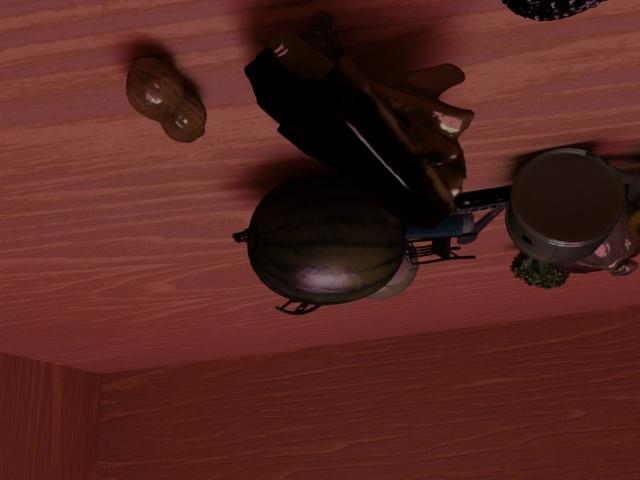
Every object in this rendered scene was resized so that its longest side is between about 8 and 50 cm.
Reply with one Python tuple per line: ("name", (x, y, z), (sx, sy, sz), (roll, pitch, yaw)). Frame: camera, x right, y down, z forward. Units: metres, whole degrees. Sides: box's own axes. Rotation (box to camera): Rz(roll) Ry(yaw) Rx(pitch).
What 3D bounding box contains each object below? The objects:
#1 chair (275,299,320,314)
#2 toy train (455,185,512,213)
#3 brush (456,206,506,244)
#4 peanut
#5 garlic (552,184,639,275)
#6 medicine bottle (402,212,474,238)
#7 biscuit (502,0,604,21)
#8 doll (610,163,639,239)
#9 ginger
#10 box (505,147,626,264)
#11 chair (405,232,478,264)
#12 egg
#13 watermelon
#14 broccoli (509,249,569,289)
("chair", (-0.030, 0.133, 1.667), (0.155, 0.141, 0.260), (4, 155, -26))
("toy train", (0.400, -0.099, 1.326), (0.208, 0.043, 0.047), (-9, 159, 6))
("brush", (0.465, -0.053, 1.507), (0.062, 0.027, 0.266), (-1, 155, -16))
("peanut", (-0.229, -0.204, 0.796), (0.089, 0.089, 0.193), (-11, 159, 10))
("garlic", (0.716, -0.031, 1.385), (0.322, 0.240, 0.322), (7, 177, 0))
("medicine bottle", (0.274, -0.046, 1.372), (0.259, 0.079, 0.124), (-3, 168, -13))
("biscuit", (0.309, -0.343, 0.634), (0.195, 0.053, 0.194), (-6, 160, -2))
("doll", (0.753, -0.094, 1.172), (0.311, 0.242, 0.159), (20, 165, 5))
("ginger", (0.082, -0.199, 0.784), (0.211, 0.359, 0.413), (-54, 153, -2))
("box", (0.535, -0.075, 1.174), (0.226, 0.225, 0.149), (-11, 159, 10))
("chair", (0.316, 0.011, 1.468), (0.213, 0.084, 0.101), (-5, -162, -14))
("egg", (0.169, 0.077, 1.476), (0.183, 0.183, 0.217), (-27, -169, 43))
("watermelon", (0.000, 0.000, 1.125), (0.360, 0.278, 0.279), (1, 158, -19))
("broccoli", (0.704, 0.054, 1.694), (0.194, 0.219, 0.194), (-9, 126, -13))
